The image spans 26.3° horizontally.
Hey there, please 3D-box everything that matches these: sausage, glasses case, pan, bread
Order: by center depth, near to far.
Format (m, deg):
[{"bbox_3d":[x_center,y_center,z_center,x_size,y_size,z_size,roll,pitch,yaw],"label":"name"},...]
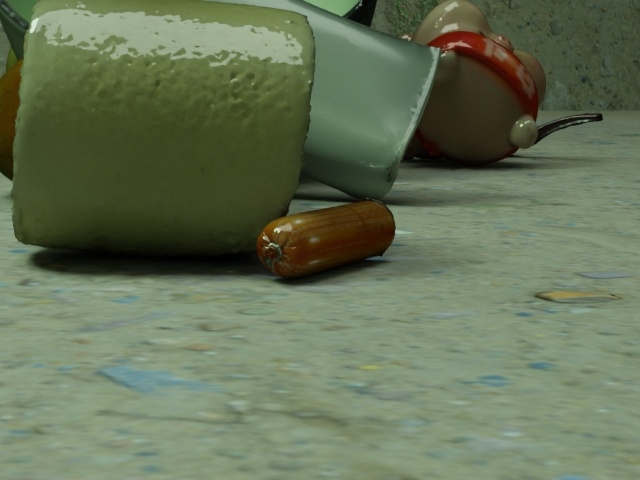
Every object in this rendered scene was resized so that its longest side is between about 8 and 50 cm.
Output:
[{"bbox_3d":[0.000,0.000,0.653,0.031,0.031,0.107,5,10,28],"label":"sausage"},{"bbox_3d":[-0.080,-0.058,0.697,0.141,0.134,0.148,4,17,-6],"label":"bread"},{"bbox_3d":[-0.058,-0.140,1.042,0.308,0.128,0.083,26,-22,12],"label":"glasses case"},{"bbox_3d":[0.220,-0.118,1.566,0.212,0.040,0.115,-4,4,25],"label":"pan"}]

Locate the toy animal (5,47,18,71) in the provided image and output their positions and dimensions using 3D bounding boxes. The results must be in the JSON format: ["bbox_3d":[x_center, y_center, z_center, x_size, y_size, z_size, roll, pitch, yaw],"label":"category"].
[{"bbox_3d":[-0.318,-0.226,1.832,0.191,0.216,0.338,-29,19,-14],"label":"toy animal"}]

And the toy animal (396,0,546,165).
[{"bbox_3d":[0.138,-0.155,1.419,0.171,0.171,0.197,-3,1,-25],"label":"toy animal"}]

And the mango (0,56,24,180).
[{"bbox_3d":[-0.147,-0.084,0.946,0.289,0.129,0.146,-5,15,42],"label":"mango"}]

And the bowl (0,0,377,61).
[{"bbox_3d":[-0.119,-0.188,1.276,0.354,0.185,0.354,0,42,0],"label":"bowl"}]
